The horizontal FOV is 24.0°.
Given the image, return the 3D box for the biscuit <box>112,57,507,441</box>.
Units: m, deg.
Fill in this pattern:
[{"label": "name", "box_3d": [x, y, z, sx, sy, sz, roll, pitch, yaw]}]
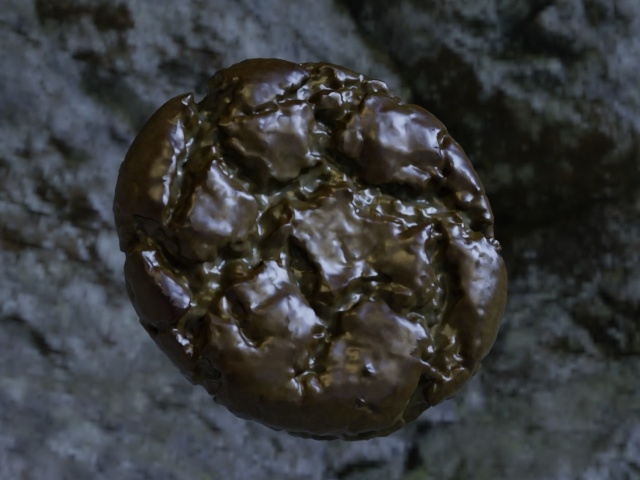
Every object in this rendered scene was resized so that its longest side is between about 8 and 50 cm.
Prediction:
[{"label": "biscuit", "box_3d": [0.000, 0.000, 0.805, 0.226, 0.226, 0.042, 16, -22, -14]}]
